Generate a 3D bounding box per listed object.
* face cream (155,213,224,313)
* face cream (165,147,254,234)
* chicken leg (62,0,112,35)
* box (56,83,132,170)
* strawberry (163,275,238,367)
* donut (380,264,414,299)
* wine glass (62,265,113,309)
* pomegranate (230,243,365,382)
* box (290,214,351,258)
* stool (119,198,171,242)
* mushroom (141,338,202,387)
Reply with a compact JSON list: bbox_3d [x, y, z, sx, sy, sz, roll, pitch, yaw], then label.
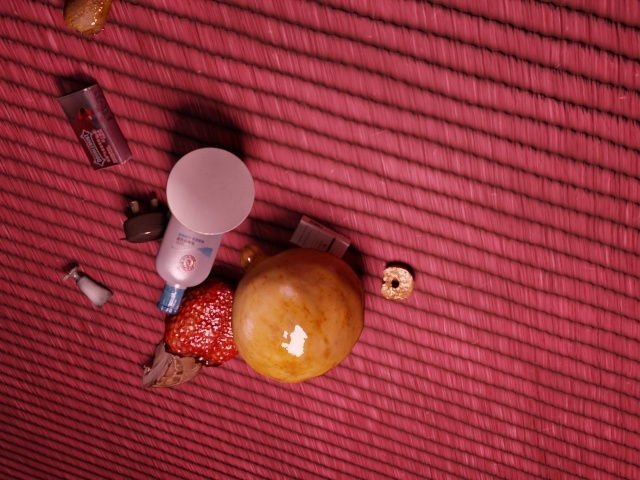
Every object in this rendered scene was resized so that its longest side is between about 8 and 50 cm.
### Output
[{"bbox_3d":[-0.384,0.045,1.666,0.163,0.080,0.336,20,94,-26],"label":"face cream"},{"bbox_3d":[-0.293,-0.127,1.525,0.218,0.179,0.218,-1,94,-15],"label":"face cream"},{"bbox_3d":[-0.537,-0.599,1.432,0.252,0.087,0.107,-33,99,23],"label":"chicken leg"},{"bbox_3d":[-0.628,-0.313,1.629,0.120,0.069,0.224,-8,118,20],"label":"box"},{"bbox_3d":[-0.339,0.233,1.776,0.250,0.238,0.288,10,118,-27],"label":"strawberry"},{"bbox_3d":[0.219,0.117,1.659,0.097,0.043,0.108,16,121,7],"label":"donut"},{"bbox_3d":[-0.771,0.155,1.939,0.155,0.072,0.072,42,121,-10],"label":"wine glass"},{"bbox_3d":[-0.081,0.176,1.584,0.411,0.410,0.409,7,121,12],"label":"pomegranate"},{"bbox_3d":[0.000,0.000,1.654,0.154,0.040,0.084,28,120,-2],"label":"box"},{"bbox_3d":[-0.482,-0.057,1.705,0.217,0.125,0.121,-12,82,-11],"label":"stool"},{"bbox_3d":[-0.490,0.427,1.998,0.151,0.156,0.286,24,129,-33],"label":"mushroom"}]
